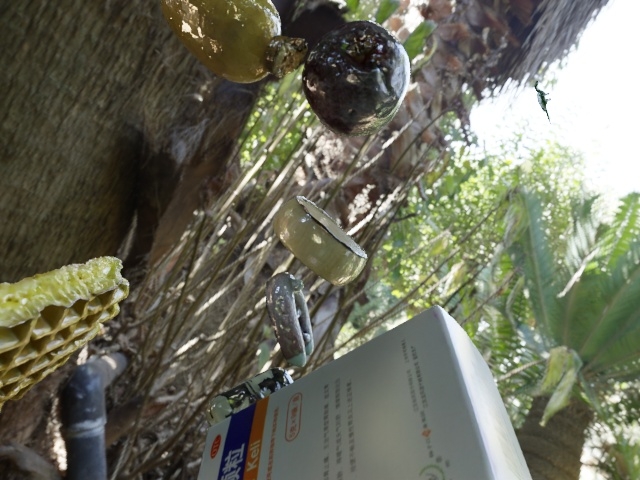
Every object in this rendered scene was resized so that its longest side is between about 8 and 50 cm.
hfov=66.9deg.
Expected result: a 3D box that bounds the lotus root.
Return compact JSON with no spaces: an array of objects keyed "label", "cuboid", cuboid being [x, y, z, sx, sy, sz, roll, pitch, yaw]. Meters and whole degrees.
[{"label":"lotus root","cuboid":[-0.159,-0.348,0.774,0.303,0.131,0.146,40,-21,21]}]

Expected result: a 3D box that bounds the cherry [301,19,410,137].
[{"label":"cherry","cuboid":[0.061,-0.267,0.833,0.195,0.195,0.195,33,-7,5]}]

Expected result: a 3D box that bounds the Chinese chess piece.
[{"label":"Chinese chess piece","cuboid":[0.000,0.000,1.220,0.257,0.104,0.257,40,10,-8]}]

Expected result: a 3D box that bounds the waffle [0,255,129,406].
[{"label":"waffle","cuboid":[-0.340,0.124,0.570,0.057,0.219,0.229,44,18,7]}]

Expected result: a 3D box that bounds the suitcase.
[{"label":"suitcase","cuboid":[-0.121,0.550,1.381,0.352,0.339,0.194,56,-31,19]}]

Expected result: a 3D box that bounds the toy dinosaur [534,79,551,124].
[{"label":"toy dinosaur","cuboid":[0.596,-0.367,1.300,0.060,0.120,0.029,-8,-2,-42]}]

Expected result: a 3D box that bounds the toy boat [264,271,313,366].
[{"label":"toy boat","cuboid":[-0.059,0.184,1.177,0.155,0.085,0.228,-27,100,-74]}]

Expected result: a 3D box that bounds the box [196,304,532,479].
[{"label":"box","cuboid":[0.020,0.216,0.426,0.106,0.299,0.200,50,20,-24]}]
